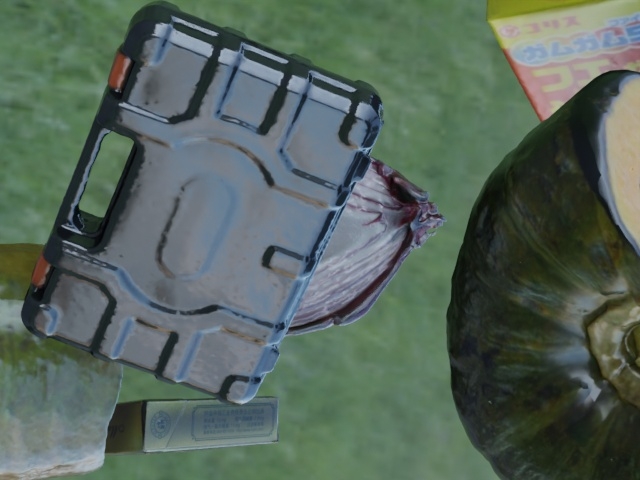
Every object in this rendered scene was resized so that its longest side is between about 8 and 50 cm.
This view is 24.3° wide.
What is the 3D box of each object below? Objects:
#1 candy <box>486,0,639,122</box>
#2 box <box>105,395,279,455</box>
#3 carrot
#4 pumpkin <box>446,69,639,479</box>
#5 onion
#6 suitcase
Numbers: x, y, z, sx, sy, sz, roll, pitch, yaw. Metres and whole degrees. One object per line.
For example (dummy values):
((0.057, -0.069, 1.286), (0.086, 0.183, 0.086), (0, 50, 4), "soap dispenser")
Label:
((0.249, -0.148, 1.248), (0.276, 0.146, 0.088), (52, 38, -50), "candy")
((-0.188, 0.239, 1.914), (0.240, 0.159, 0.071), (5, 80, -49), "box")
((-0.335, 0.117, 1.389), (0.241, 0.341, 0.241), (178, -90, -64), "carrot")
((0.209, 0.066, 0.996), (0.242, 0.232, 0.324), (-18, 80, -45), "pumpkin")
((0.000, 0.000, 1.670), (0.120, 0.284, 0.227), (76, 8, -76), "onion")
((-0.093, -0.022, 1.142), (0.066, 0.206, 0.285), (-88, -158, -64), "suitcase")
